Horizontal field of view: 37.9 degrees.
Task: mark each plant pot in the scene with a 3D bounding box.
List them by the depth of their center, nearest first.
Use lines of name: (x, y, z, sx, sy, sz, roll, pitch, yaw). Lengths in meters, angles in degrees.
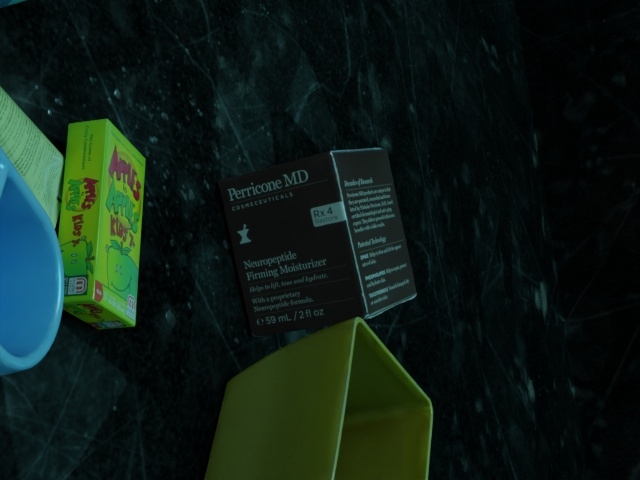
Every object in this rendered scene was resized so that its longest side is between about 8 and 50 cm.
plant pot: (-0.006, 0.240, 1.054, 0.212, 0.187, 0.212, 51, 37, -41)

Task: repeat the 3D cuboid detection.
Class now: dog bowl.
dog bowl: (-0.273, -0.004, 0.672, 0.297, 0.074, 0.166, 72, 18, -54)

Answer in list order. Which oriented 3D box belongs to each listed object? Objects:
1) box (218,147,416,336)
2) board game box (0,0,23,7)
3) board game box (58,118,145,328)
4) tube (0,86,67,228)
box: (0.000, 0.000, 1.181, 0.167, 0.168, 0.203, -15, 92, -62)
board game box: (-0.330, -0.291, 0.701, 0.254, 0.079, 0.336, 54, 32, -7)
board game box: (-0.211, -0.015, 0.901, 0.092, 0.043, 0.181, 55, 32, -65)
tube: (-0.293, -0.106, 0.799, 0.070, 0.062, 0.240, -50, 135, -14)
